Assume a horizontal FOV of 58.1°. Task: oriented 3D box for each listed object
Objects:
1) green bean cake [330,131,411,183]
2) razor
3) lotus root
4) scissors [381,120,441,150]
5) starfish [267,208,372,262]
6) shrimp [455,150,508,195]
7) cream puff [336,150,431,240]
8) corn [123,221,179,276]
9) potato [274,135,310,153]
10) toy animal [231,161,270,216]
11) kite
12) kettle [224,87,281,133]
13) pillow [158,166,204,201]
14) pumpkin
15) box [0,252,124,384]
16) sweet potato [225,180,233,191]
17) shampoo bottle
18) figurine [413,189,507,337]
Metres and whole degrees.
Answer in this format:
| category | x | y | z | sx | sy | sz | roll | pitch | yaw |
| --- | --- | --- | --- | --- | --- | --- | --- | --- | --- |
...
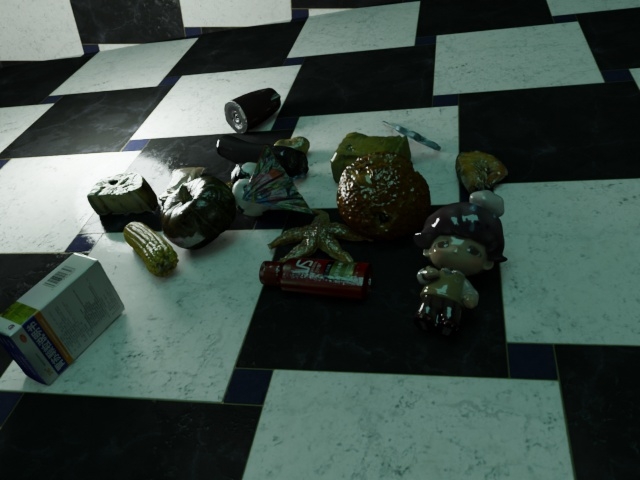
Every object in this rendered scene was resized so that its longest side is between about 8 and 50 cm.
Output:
| category | x | y | z | sx | sy | sz | roll | pitch | yaw |
| --- | --- | --- | --- | --- | --- | --- | --- | --- | --- |
| green bean cake | 0.174 | -0.290 | 1.992 | 0.236 | 0.124 | 0.233 | 10 | 43 | 26 |
| razor | -0.210 | -0.300 | 2.077 | 0.327 | 0.107 | 0.189 | 16 | 3 | 31 |
| lotus root | -0.709 | -0.166 | 2.080 | 0.235 | 0.119 | 0.138 | -7 | 44 | 8 |
| scissors | 0.306 | -0.406 | 2.124 | 0.191 | 0.029 | 0.360 | 20 | 15 | -26 |
| starfish | 0.000 | -0.003 | 1.740 | 0.302 | 0.060 | 0.299 | 12 | 42 | 26 |
| shrimp | 0.521 | -0.202 | 1.843 | 0.164 | 0.062 | 0.317 | -2 | 37 | 8 |
| cream puff | 0.188 | -0.151 | 1.738 | 0.303 | 0.212 | 0.303 | -2 | 39 | 2 |
| corn | -0.545 | 0.014 | 1.831 | 0.102 | 0.102 | 0.313 | -31 | 42 | -22 |
| potato | -0.107 | -0.352 | 2.185 | 0.138 | 0.070 | 0.091 | -7 | 44 | 10 |
| toy animal | -0.217 | -0.167 | 1.932 | 0.166 | 0.138 | 0.179 | 6 | 43 | -19 |
| kite | -0.155 | -0.177 | 1.859 | 0.234 | 0.016 | 0.321 | -26 | 63 | -17 |
| kettle | -0.287 | -0.557 | 2.457 | 0.232 | 0.144 | 0.202 | -35 | 13 | -35 |
| pillow | -0.518 | -0.211 | 2.154 | 0.135 | 0.034 | 0.211 | -1 | 42 | 12 |
| pumpkin | -0.396 | -0.104 | 1.833 | 0.260 | 0.189 | 0.260 | -19 | 45 | 20 |
| box | -0.698 | 0.206 | 1.555 | 0.106 | 0.200 | 0.299 | 13 | 45 | 30 |
| sweet potato | -0.342 | -0.164 | 2.034 | 0.206 | 0.060 | 0.068 | -32 | 5 | -21 |
| shampoo bottle | -0.015 | 0.101 | 1.600 | 0.314 | 0.076 | 0.118 | 4 | 45 | 20 |
| figurine | 0.334 | 0.051 | 1.466 | 0.218 | 0.206 | 0.365 | 0 | 40 | 37 |
